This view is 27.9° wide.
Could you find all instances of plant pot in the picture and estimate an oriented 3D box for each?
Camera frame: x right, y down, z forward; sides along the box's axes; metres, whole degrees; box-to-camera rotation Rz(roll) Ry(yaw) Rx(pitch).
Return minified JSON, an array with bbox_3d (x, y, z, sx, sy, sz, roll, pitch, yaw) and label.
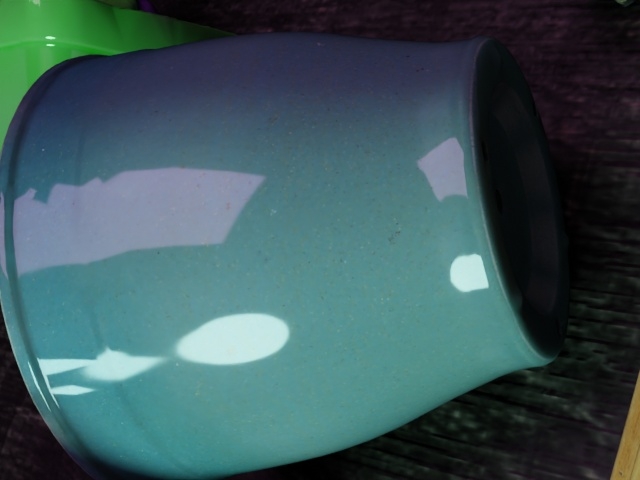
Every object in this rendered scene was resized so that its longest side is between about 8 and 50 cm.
[{"bbox_3d":[0.000,0.000,0.742,0.255,0.271,0.272,-10,62,22],"label":"plant pot"}]

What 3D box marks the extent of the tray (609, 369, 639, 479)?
[{"bbox_3d":[0.247,-0.019,0.500,0.203,0.076,0.411,34,123,46],"label":"tray"}]

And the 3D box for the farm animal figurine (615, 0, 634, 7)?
[{"bbox_3d":[0.214,-0.349,0.758,0.326,0.172,0.330,-31,52,29],"label":"farm animal figurine"}]

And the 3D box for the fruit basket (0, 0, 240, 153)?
[{"bbox_3d":[-0.236,-0.168,1.004,0.392,0.283,0.392,-6,81,42],"label":"fruit basket"}]
